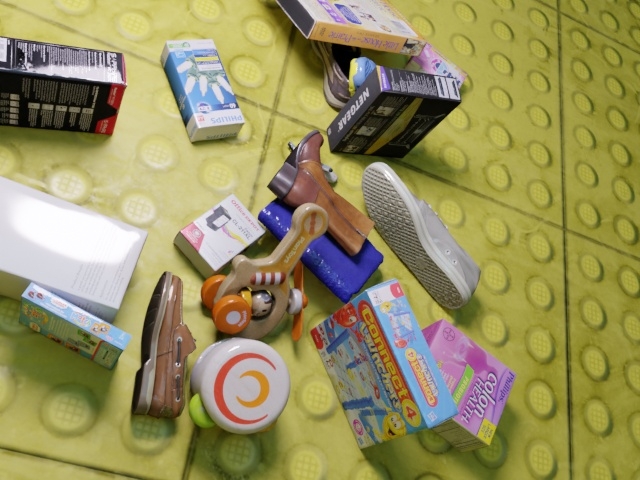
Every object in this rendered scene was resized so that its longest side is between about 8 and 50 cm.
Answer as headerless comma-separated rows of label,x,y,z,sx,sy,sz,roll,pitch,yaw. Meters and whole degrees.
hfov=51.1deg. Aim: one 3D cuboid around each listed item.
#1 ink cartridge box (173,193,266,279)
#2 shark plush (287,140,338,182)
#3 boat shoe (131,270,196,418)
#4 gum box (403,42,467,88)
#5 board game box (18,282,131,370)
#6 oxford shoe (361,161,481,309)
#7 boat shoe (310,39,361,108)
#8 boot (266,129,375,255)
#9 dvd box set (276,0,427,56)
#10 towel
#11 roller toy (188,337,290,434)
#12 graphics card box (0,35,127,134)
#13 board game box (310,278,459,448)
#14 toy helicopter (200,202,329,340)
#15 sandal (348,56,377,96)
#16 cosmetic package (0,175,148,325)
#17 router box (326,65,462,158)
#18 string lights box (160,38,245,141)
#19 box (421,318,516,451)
ink cartridge box,-0.237,-0.010,1.585,0.127,0.072,0.175,48,56,2
shark plush,-0.027,-0.203,1.808,0.161,0.073,0.067,30,31,7
boat shoe,-0.321,0.221,1.423,0.105,0.111,0.307,15,71,-23
gum box,0.362,-0.538,2.131,0.188,0.062,0.107,37,56,-6
board game box,-0.488,0.175,1.324,0.212,0.160,0.039,30,56,-10
oxford shoe,0.268,-0.023,1.782,0.130,0.169,0.449,-40,94,-31
boat shoe,0.065,-0.556,1.956,0.132,0.130,0.355,-4,68,-27
boot,0.033,-0.127,1.681,0.280,0.096,0.264,37,38,-8
dvd box set,0.071,-0.659,1.927,0.421,0.062,0.307,-5,49,-38
towel,0.000,0.000,1.673,0.308,0.076,0.227,44,40,2
roller toy,-0.170,0.303,1.414,0.209,0.146,0.191,15,79,-22
graphics card box,-0.628,-0.334,1.456,0.371,0.233,0.094,0,71,-25
board game box,0.127,0.283,1.483,0.086,0.302,0.308,-16,74,-31
toy helicopter,-0.088,0.078,1.508,0.235,0.140,0.355,33,95,-31
sandal,0.188,-0.420,1.860,0.317,0.138,0.126,17,77,-55
cosmetic package,-0.566,0.021,1.364,0.366,0.155,0.196,23,58,-14
router box,0.189,-0.335,1.804,0.243,0.309,0.081,2,67,-26
string lights box,-0.306,-0.389,1.731,0.133,0.077,0.259,-14,73,-31
box,0.327,0.358,1.654,0.243,0.117,0.213,38,56,-5
